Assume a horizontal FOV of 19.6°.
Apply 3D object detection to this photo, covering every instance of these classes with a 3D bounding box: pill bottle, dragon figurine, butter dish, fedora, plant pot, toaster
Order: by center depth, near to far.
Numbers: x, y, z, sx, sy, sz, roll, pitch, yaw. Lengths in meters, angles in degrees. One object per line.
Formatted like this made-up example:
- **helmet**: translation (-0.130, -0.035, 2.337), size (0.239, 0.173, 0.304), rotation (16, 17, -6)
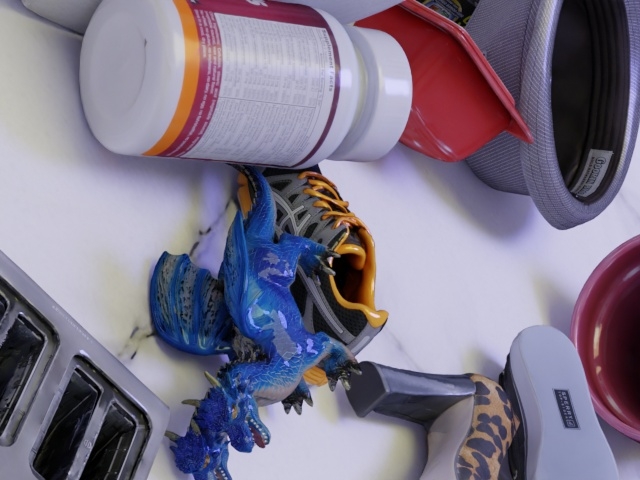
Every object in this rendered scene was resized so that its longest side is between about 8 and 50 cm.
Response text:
- **toaster**: translation (-0.188, 0.106, 1.009), size (0.168, 0.110, 0.185), rotation (46, 35, -21)
- **dragon figurine**: translation (-0.058, 0.037, 1.271), size (0.144, 0.085, 0.289), rotation (19, 52, -47)
- **pill bottle**: translation (-0.050, -0.113, 1.325), size (0.221, 0.121, 0.121), rotation (3, 62, -38)
- **butter dish**: translation (0.075, -0.123, 1.568), size (0.160, 0.118, 0.160), rotation (39, -8, 48)
- **fedora**: translation (0.202, -0.150, 1.701), size (0.244, 0.124, 0.275), rotation (-7, 101, -57)
- **plant pot**: translation (0.349, 0.106, 1.708), size (0.180, 0.201, 0.201), rotation (34, 38, -60)

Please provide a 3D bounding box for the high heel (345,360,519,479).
- **high heel**: translation (0.126, 0.210, 1.385), size (0.186, 0.093, 0.261), rotation (15, 48, -47)

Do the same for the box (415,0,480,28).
- **box**: translation (0.156, -0.292, 1.861), size (0.216, 0.060, 0.270), rotation (31, 42, -39)

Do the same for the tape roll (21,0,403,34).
- **tape roll**: translation (-0.035, -0.256, 1.254), size (0.392, 0.392, 0.072), rotation (14, 54, -50)

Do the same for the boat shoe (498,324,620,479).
- **boat shoe**: translation (0.184, 0.177, 1.513), size (0.080, 0.076, 0.228), rotation (7, 48, -21)

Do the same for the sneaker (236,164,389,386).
- **sneaker**: translation (0.000, 0.000, 1.386), size (0.084, 0.083, 0.215), rotation (16, 51, -46)
